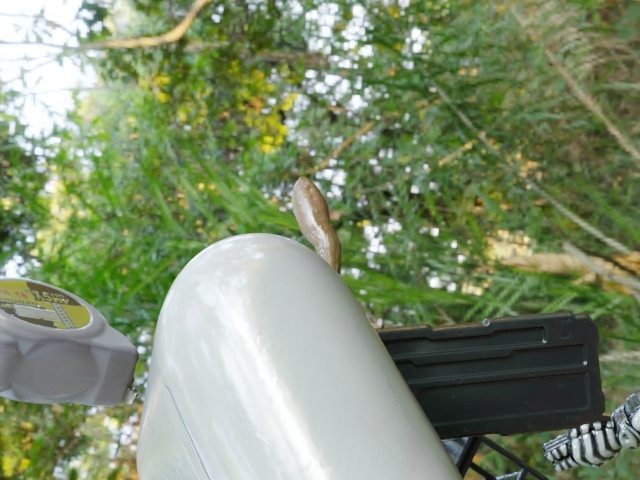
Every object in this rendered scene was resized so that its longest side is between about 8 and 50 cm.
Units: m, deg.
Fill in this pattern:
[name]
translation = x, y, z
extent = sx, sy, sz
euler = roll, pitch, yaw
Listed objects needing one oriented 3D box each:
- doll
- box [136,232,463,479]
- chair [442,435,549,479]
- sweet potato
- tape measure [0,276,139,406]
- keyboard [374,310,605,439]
[doll]
translation = 0.421, 0.266, 1.293
extent = 0.091, 0.219, 0.067
euler = 52, -163, -27
[box]
translation = -0.030, 0.181, 0.663
extent = 0.288, 0.141, 0.349
euler = 60, 151, 27
[chair]
translation = 0.196, 0.355, 1.428
extent = 0.141, 0.260, 0.154
euler = -58, 4, -27
[sweet potato]
translation = 0.000, 0.000, 1.246
extent = 0.050, 0.050, 0.214
euler = 79, 174, -52
[tape measure]
translation = -0.316, 0.116, 1.010
extent = 0.196, 0.178, 0.105
euler = 13, -74, -33
[keyboard]
translation = 0.121, 0.119, 0.793
extent = 0.016, 0.262, 0.106
euler = 176, 90, -78
